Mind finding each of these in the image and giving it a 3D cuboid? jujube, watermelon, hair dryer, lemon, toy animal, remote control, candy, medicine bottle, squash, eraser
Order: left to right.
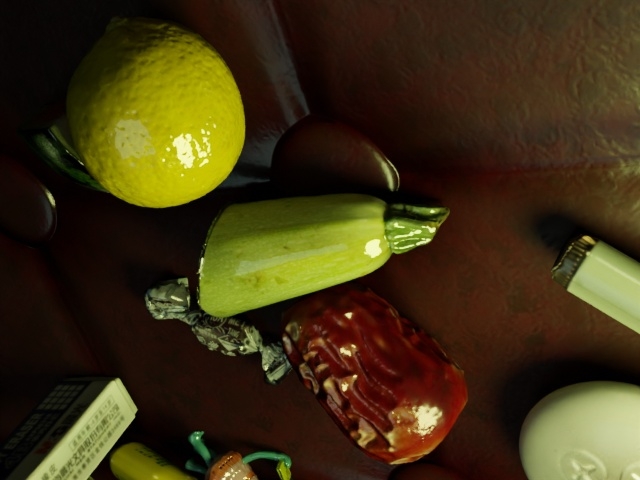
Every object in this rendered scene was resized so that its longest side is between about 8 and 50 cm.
[{"bbox_3d":[-0.393,0.312,1.330,0.124,0.279,0.081,-6,120,31],"label":"eraser"},{"bbox_3d":[-0.276,-0.111,1.066,0.145,0.137,0.193,-11,160,33],"label":"watermelon"},{"bbox_3d":[-0.168,-0.131,0.942,0.178,0.178,0.203,-6,119,32],"label":"lemon"},{"bbox_3d":[-0.206,0.378,1.382,0.260,0.064,0.095,20,166,34],"label":"medicine bottle"},{"bbox_3d":[-0.132,0.115,1.199,0.226,0.051,0.094,27,143,11],"label":"candy"},{"bbox_3d":[-0.099,0.337,1.332,0.208,0.100,0.103,25,93,14],"label":"toy animal"},{"bbox_3d":[-0.010,-0.005,0.993,0.287,0.137,0.137,-15,116,31],"label":"squash"},{"bbox_3d":[0.058,0.145,1.052,0.230,0.155,0.155,48,133,2],"label":"jujube"},{"bbox_3d":[0.367,0.277,1.007,0.332,0.103,0.221,39,135,-5],"label":"remote control"},{"bbox_3d":[0.365,0.090,0.869,0.362,0.128,0.203,33,134,14],"label":"hair dryer"}]

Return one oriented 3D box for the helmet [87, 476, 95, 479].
[{"bbox_3d":[-0.452,0.443,1.558,0.257,0.137,0.204,33,133,-8],"label":"helmet"}]
